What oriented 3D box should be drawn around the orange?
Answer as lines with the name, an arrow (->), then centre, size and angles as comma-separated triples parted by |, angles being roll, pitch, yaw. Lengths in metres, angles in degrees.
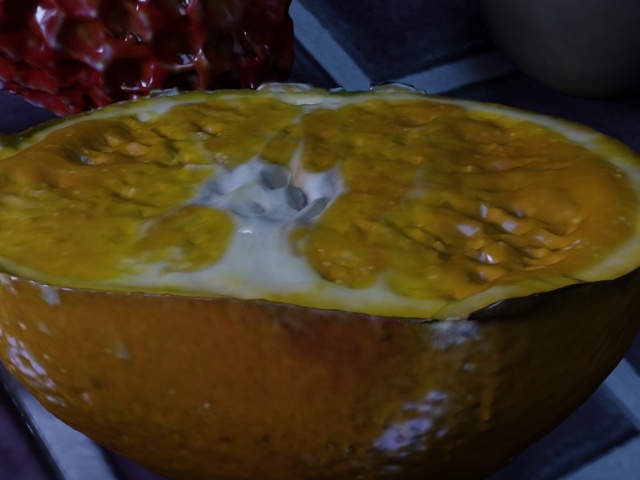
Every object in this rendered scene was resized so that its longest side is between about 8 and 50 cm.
orange -> 0.001, 0.004, 0.593 | 0.310, 0.274, 0.274 | -28, 48, 17

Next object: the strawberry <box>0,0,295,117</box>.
strawberry -> -0.112, -0.133, 0.768 | 0.178, 0.234, 0.234 | 48, 47, -10

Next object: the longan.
longan -> 0.202, -0.188, 0.872 | 0.198, 0.198, 0.212 | 27, 36, 9
